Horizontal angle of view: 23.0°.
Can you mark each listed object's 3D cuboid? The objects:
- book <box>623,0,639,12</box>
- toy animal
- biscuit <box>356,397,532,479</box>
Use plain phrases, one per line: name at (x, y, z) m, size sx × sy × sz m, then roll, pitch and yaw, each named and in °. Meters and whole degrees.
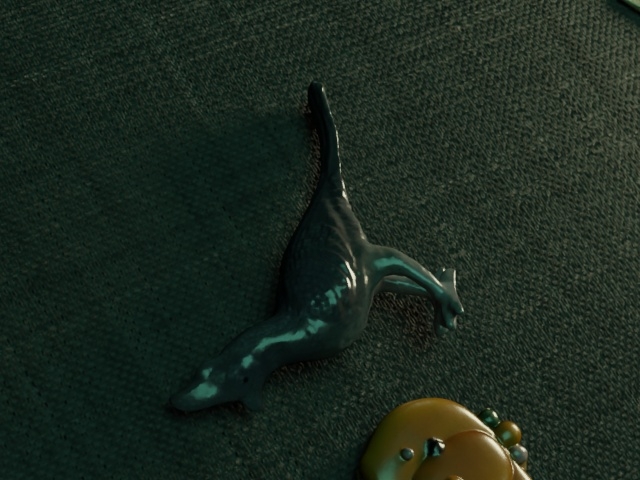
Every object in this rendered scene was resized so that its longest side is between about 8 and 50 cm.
book at (0.425, -0.262, 1.750) m, size 0.181 × 0.014 × 0.127 m, roll 31°, pitch 54°, yaw -2°
toy animal at (0.028, 0.024, 1.378) m, size 0.205 × 0.081 × 0.367 m, roll 19°, pitch 55°, yaw 3°
biscuit at (0.119, 0.204, 1.333) m, size 0.170 × 0.050 × 0.170 m, roll 10°, pitch 59°, yaw -17°
